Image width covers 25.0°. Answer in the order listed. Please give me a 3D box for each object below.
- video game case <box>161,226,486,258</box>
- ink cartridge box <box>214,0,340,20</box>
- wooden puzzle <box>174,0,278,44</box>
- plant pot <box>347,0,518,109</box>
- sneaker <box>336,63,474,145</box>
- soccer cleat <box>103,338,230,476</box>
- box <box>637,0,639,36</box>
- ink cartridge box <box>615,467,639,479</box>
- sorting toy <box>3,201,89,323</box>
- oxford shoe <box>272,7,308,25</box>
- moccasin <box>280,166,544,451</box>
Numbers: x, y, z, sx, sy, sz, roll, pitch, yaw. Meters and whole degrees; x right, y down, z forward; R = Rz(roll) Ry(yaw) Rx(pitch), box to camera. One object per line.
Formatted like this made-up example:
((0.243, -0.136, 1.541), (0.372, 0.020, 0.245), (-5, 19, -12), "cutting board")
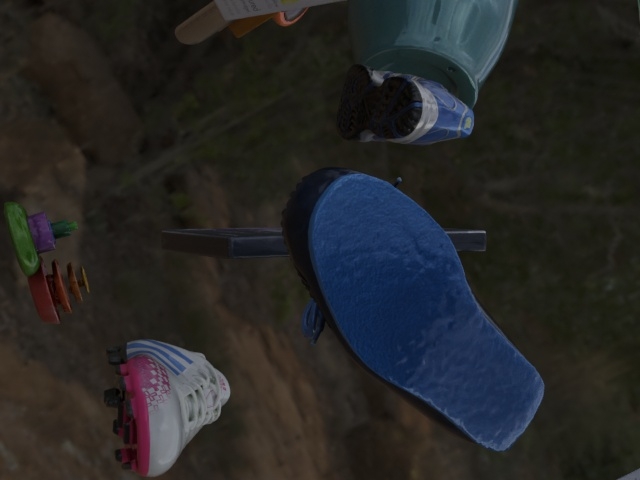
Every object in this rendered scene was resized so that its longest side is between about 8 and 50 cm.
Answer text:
((0.000, 0.000, 1.462), (0.196, 0.274, 0.026), (-175, -97, -65), "video game case")
((0.011, -0.201, 0.873), (0.104, 0.181, 0.061), (59, 28, -53), "ink cartridge box")
((-0.009, -0.268, 1.424), (0.044, 0.239, 0.221), (59, -26, -9), "wooden puzzle")
((0.157, -0.317, 2.166), (0.271, 0.272, 0.255), (47, 44, -40), "plant pot")
((0.077, -0.127, 1.441), (0.081, 0.080, 0.211), (9, 10, -23), "sneaker")
((-0.166, 0.176, 1.637), (0.331, 0.143, 0.116), (-138, -130, -74), "soccer cleat")
((0.353, -0.181, 1.199), (0.043, 0.179, 0.105), (-157, -119, -84), "box")
((0.288, 0.241, 0.958), (0.324, 0.330, 0.071), (-128, -166, -70), "ink cartridge box")
((-0.181, 0.009, 0.976), (0.102, 0.042, 0.061), (81, -10, -45), "sorting toy")
((-0.053, -0.437, 1.704), (0.130, 0.133, 0.363), (-31, 131, -55), "oxford shoe")
((0.055, 0.065, 1.165), (0.117, 0.137, 0.342), (26, -21, 47), "moccasin")
